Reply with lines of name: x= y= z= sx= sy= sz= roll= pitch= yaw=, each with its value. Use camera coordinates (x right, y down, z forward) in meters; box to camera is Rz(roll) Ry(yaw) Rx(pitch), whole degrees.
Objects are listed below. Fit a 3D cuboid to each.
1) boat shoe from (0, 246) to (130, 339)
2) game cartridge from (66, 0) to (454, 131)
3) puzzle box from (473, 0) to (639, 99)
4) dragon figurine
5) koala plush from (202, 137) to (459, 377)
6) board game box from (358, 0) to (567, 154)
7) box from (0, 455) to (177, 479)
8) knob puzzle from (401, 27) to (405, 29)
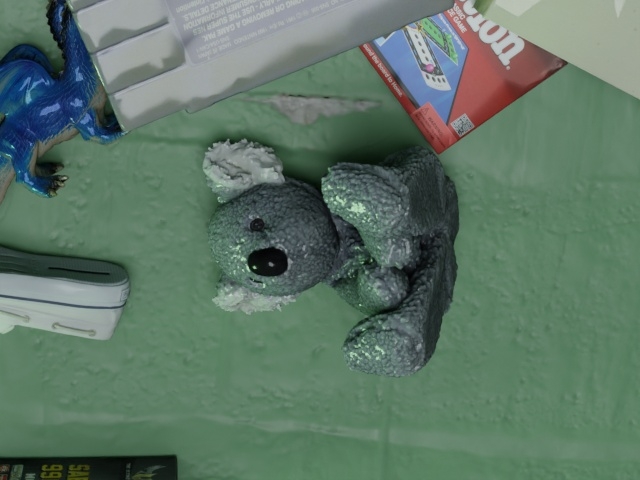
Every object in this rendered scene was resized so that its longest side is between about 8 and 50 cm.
boat shoe: x=-0.288 y=0.051 z=1.527 sx=0.226 sy=0.083 sz=0.075 roll=10 pitch=111 yaw=-10
game cartridge: x=-0.040 y=-0.252 z=1.375 sx=0.355 sy=0.068 sz=0.230 roll=-22 pitch=115 yaw=-2
puzzle box: x=0.374 y=-0.227 z=1.475 sx=0.409 sy=0.052 sz=0.272 roll=26 pitch=103 yaw=-15
dragon figurine: x=-0.260 y=-0.117 z=1.466 sx=0.289 sy=0.085 sz=0.144 roll=-38 pitch=109 yaw=9
koala plush: x=0.000 y=0.000 z=1.503 sx=0.221 sy=0.203 sz=0.196 roll=0 pitch=113 yaw=18
board game box: x=0.083 y=-0.226 z=1.482 sx=0.145 sy=0.027 sz=0.281 roll=-36 pitch=109 yaw=8
box: x=-0.222 y=0.279 z=1.540 sx=0.183 sy=0.231 sz=0.056 roll=0 pitch=114 yaw=-3
knob puzzle: x=-0.001 y=-0.281 z=1.424 sx=0.213 sy=0.030 sz=0.213 roll=-1 pitch=111 yaw=-4
